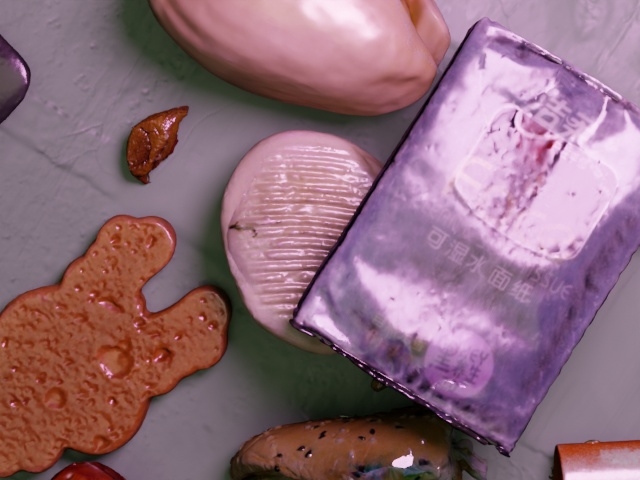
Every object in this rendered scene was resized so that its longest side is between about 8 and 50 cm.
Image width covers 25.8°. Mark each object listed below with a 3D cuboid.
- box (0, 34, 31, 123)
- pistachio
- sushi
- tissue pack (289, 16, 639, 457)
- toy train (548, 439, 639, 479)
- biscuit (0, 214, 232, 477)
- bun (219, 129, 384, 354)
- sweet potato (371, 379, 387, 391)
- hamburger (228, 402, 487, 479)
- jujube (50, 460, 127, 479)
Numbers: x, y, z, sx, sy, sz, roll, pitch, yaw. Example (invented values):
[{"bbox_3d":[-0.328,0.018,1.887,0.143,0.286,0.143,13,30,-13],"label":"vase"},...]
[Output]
[{"bbox_3d":[-0.440,-0.172,1.506,0.212,0.042,0.201,-43,94,7],"label":"box"},{"bbox_3d":[-0.026,-0.233,1.410,0.318,0.193,0.214,27,127,6],"label":"pistachio"},{"bbox_3d":[-0.178,-0.108,1.506,0.050,0.047,0.099,45,113,8],"label":"sushi"},{"bbox_3d":[0.166,-0.005,1.380,0.259,0.122,0.361,33,89,-3],"label":"tissue pack"},{"bbox_3d":[0.377,0.289,1.508,0.285,0.116,0.177,-3,85,3],"label":"toy train"},{"bbox_3d":[-0.256,0.127,1.534,0.334,0.047,0.202,-42,93,3],"label":"biscuit"},{"bbox_3d":[0.000,0.000,1.474,0.210,0.116,0.237,-8,93,-5],"label":"bun"},{"bbox_3d":[0.160,0.088,1.513,0.249,0.059,0.069,-44,81,2],"label":"sweet potato"},{"bbox_3d":[0.037,0.268,1.479,0.288,0.192,0.168,-8,87,2],"label":"hamburger"},{"bbox_3d":[-0.296,0.377,1.498,0.197,0.197,0.290,35,82,-2],"label":"jujube"}]
